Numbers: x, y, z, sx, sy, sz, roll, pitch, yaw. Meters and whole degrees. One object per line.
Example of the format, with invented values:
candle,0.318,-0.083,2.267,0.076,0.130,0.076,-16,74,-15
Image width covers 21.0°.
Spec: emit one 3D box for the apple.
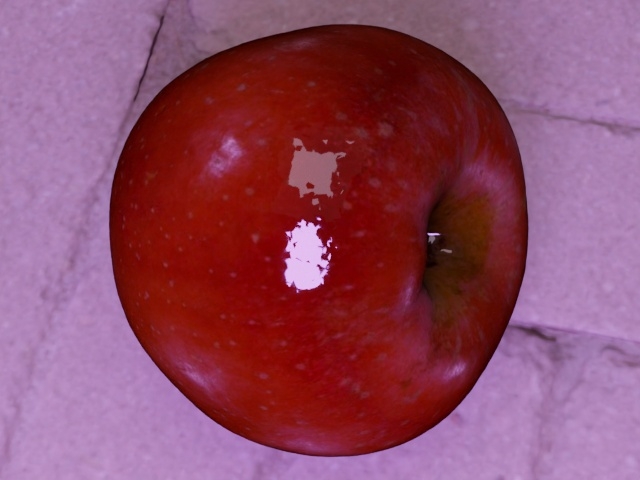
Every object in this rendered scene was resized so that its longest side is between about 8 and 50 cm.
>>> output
apple,0.000,0.000,1.040,0.216,0.260,0.260,3,56,38
